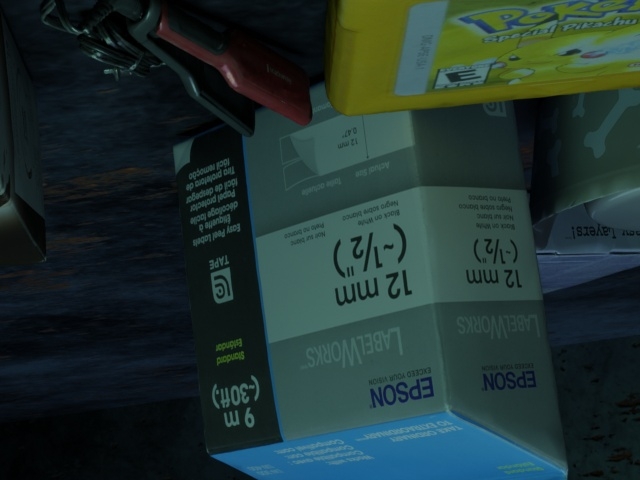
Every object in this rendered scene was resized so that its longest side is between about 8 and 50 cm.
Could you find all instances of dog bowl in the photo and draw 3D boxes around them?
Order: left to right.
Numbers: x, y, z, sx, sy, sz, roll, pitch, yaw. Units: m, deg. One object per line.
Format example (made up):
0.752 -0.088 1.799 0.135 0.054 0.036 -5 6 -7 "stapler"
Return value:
0.317 -0.069 1.255 0.349 0.102 0.349 -6 169 -1 "dog bowl"

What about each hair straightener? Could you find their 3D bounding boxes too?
-0.093 -0.100 0.998 0.089 0.047 0.230 -11 168 25 "hair straightener"

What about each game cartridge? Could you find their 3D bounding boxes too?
0.146 -0.135 0.911 0.285 0.053 0.324 -6 173 -2 "game cartridge"

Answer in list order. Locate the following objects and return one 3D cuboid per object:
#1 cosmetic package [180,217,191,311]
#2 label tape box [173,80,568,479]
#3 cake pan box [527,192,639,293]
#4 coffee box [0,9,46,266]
0.000 0.000 1.457 0.238 0.107 0.127 -8 173 -5 "cosmetic package"
0.029 0.071 1.166 0.115 0.348 0.249 3 166 -41 "label tape box"
0.195 0.009 1.714 0.267 0.070 0.246 -1 171 -26 "cake pan box"
-0.248 -0.062 0.920 0.168 0.119 0.297 -6 170 -3 "coffee box"
